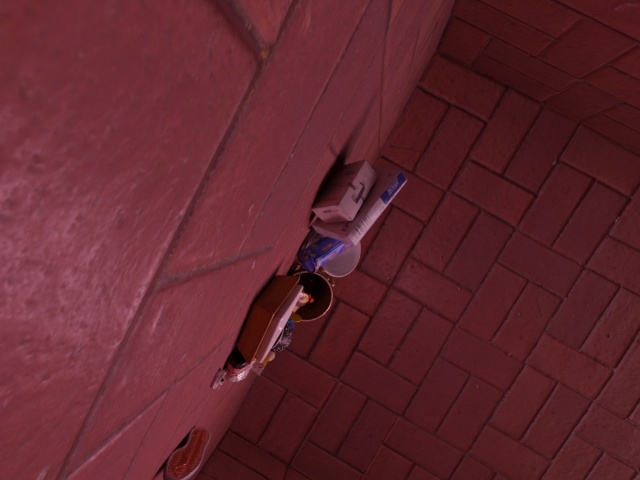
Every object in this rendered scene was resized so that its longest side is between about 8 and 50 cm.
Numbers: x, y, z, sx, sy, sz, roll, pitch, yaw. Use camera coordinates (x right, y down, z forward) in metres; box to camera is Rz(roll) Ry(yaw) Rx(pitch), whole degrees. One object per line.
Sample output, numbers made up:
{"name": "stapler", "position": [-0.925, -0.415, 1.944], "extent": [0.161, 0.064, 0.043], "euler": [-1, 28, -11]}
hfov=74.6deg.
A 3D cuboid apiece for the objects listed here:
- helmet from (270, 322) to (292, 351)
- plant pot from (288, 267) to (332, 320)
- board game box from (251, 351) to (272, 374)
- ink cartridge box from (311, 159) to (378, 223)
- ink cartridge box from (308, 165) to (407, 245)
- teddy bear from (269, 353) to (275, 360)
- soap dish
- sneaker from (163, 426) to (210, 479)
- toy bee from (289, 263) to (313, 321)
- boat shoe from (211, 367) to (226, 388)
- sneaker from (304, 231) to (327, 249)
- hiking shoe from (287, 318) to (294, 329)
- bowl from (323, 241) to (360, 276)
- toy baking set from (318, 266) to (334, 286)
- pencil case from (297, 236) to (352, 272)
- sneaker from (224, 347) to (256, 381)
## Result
{"name": "helmet", "position": [-0.210, 0.429, 1.923], "extent": [0.170, 0.161, 0.169], "euler": [-60, 176, -8]}
{"name": "plant pot", "position": [-0.073, 0.229, 2.017], "extent": [0.237, 0.237, 0.254], "euler": [-61, -171, 8]}
{"name": "board game box", "position": [-0.324, 0.616, 2.202], "extent": [0.154, 0.103, 0.026], "euler": [-57, 174, -49]}
{"name": "ink cartridge box", "position": [0.087, -0.173, 1.518], "extent": [0.158, 0.092, 0.218], "euler": [-4, -133, 53]}
{"name": "ink cartridge box", "position": [0.117, -0.151, 1.615], "extent": [0.324, 0.071, 0.330], "euler": [-51, -145, -13]}
{"name": "teddy bear", "position": [-0.304, 0.621, 2.440], "extent": [0.245, 0.113, 0.338], "euler": [-52, 171, -50]}
{"name": "soap dish", "position": [-0.187, 0.279, 1.523], "extent": [0.291, 0.118, 0.229], "euler": [-63, 175, 35]}
{"name": "sneaker", "position": [-0.484, 0.801, 1.511], "extent": [0.302, 0.108, 0.121], "euler": [-32, 146, -84]}
{"name": "toy bee", "position": [-0.113, 0.261, 1.772], "extent": [0.298, 0.162, 0.195], "euler": [-40, -135, 28]}
{"name": "boat shoe", "position": [-0.356, 0.492, 1.480], "extent": [0.100, 0.035, 0.035], "euler": [-63, 175, 26]}
{"name": "sneaker", "position": [0.000, 0.000, 2.060], "extent": [0.229, 0.092, 0.088], "euler": [-57, 173, -52]}
{"name": "hiking shoe", "position": [-0.192, 0.456, 2.320], "extent": [0.113, 0.132, 0.304], "euler": [-16, 180, 8]}
{"name": "bowl", "position": [0.064, 0.045, 2.274], "extent": [0.134, 0.298, 0.298], "euler": [-1, -128, 55]}
{"name": "toy baking set", "position": [-0.003, 0.125, 2.072], "extent": [0.030, 0.197, 0.256], "euler": [-34, -165, -3]}
{"name": "pencil case", "position": [0.045, 0.025, 1.892], "extent": [0.306, 0.120, 0.133], "euler": [-33, -176, -27]}
{"name": "sneaker", "position": [-0.274, 0.440, 1.651], "extent": [0.270, 0.090, 0.145], "euler": [-38, 159, -54]}
